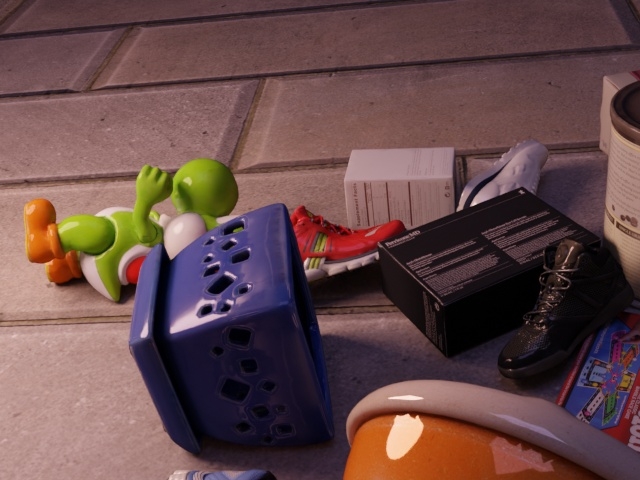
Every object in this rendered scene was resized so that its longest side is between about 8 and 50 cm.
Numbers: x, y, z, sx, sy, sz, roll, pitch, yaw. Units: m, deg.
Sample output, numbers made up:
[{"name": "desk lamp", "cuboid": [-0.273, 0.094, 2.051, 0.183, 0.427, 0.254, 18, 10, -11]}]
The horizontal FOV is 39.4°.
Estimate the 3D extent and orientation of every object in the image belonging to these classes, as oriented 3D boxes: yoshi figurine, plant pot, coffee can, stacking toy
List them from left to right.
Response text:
[{"name": "yoshi figurine", "cuboid": [-0.280, -0.041, 1.453, 0.362, 0.203, 0.203, -5, 27, -1]}, {"name": "plant pot", "cuboid": [-0.114, 0.120, 1.140, 0.212, 0.236, 0.236, -12, 34, 4]}, {"name": "stacking toy", "cuboid": [0.093, 0.386, 0.703, 0.350, 0.350, 0.480, 14, 58, 29]}, {"name": "coffee can", "cuboid": [0.496, -0.063, 1.233, 0.201, 0.275, 0.201, -5, 33, 4]}]

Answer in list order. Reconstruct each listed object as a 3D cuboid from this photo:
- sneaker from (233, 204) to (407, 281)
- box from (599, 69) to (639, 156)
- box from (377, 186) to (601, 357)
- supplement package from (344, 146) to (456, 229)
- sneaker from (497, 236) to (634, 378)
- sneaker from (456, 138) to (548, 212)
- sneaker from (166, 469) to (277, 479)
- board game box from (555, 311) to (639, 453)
[{"name": "sneaker", "cuboid": [0.000, 0.000, 1.360, 0.279, 0.118, 0.107, -15, -1, -11]}, {"name": "box", "cuboid": [0.621, -0.216, 1.552, 0.232, 0.149, 0.127, -11, 34, -3]}, {"name": "box", "cuboid": [0.241, 0.038, 1.295, 0.261, 0.103, 0.184, -20, 37, -17]}, {"name": "supplement package", "cuboid": [0.137, -0.087, 1.501, 0.179, 0.105, 0.105, 0, 35, 12]}, {"name": "sneaker", "cuboid": [0.305, 0.079, 1.173, 0.227, 0.130, 0.087, -35, 20, -16]}, {"name": "sneaker", "cuboid": [0.325, -0.086, 1.497, 0.095, 0.090, 0.235, 31, 52, 27]}, {"name": "sneaker", "cuboid": [-0.072, 0.342, 0.883, 0.147, 0.130, 0.330, -13, 33, -3]}, {"name": "board game box", "cuboid": [0.381, 0.187, 1.108, 0.145, 0.027, 0.281, 13, 39, 27]}]
